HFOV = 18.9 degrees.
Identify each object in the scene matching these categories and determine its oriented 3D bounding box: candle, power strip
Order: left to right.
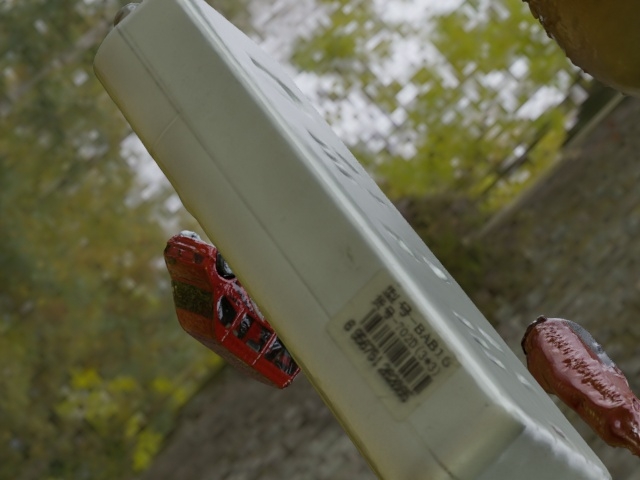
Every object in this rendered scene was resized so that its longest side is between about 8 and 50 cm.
[{"bbox_3d":[0.000,0.000,0.783,0.098,0.058,0.338,34,14,-51],"label":"power strip"},{"bbox_3d":[0.183,0.107,1.275,0.162,0.053,0.048,-128,-158,-55],"label":"candle"}]

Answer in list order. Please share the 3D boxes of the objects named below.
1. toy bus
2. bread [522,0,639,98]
[{"bbox_3d":[-0.087,0.068,1.925,0.081,0.089,0.195,17,-18,45],"label":"toy bus"},{"bbox_3d":[0.197,-0.190,1.149,0.171,0.192,0.314,28,-20,15],"label":"bread"}]
